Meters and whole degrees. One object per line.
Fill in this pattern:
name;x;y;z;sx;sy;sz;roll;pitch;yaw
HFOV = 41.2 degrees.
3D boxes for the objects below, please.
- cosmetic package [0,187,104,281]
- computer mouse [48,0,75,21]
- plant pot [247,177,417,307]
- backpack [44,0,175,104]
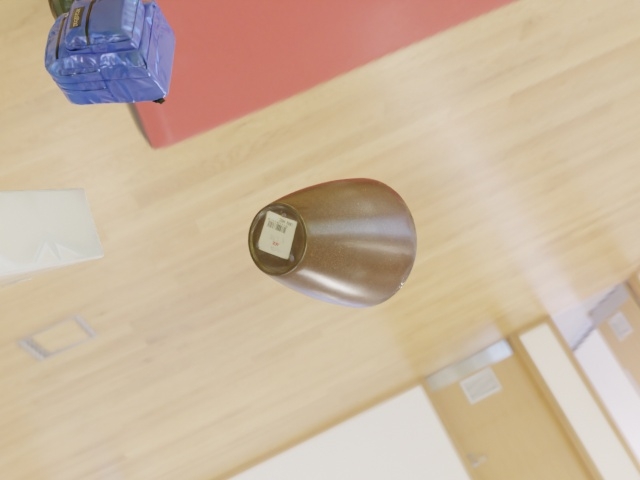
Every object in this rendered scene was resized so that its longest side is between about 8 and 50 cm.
cosmetic package;-0.452;0.030;0.889;0.284;0.097;0.377;-18;179;16
computer mouse;-0.341;-0.407;1.249;0.188;0.272;0.072;0;171;-31
plant pot;0.000;0.000;1.308;0.215;0.215;0.230;-39;158;26
backpack;-0.223;-0.200;0.875;0.120;0.098;0.101;-5;147;14
